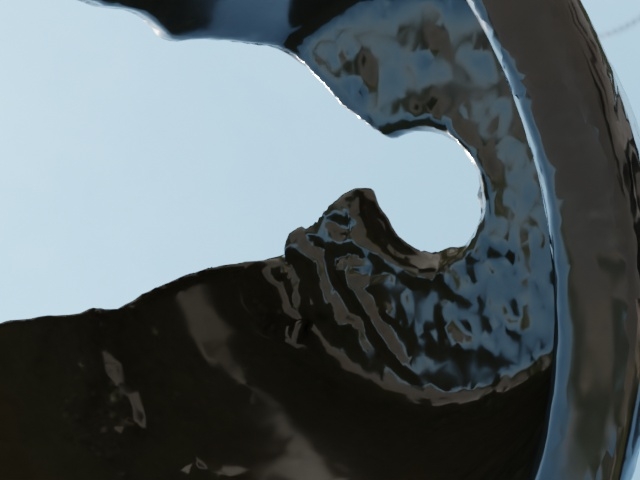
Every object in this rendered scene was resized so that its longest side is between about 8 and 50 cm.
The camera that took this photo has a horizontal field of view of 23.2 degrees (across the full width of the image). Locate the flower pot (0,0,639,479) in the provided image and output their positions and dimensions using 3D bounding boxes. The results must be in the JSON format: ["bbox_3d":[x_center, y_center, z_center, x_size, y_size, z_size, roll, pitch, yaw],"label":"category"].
[{"bbox_3d":[0.000,0.000,0.638,0.379,0.379,0.251,34,-157,24],"label":"flower pot"}]
